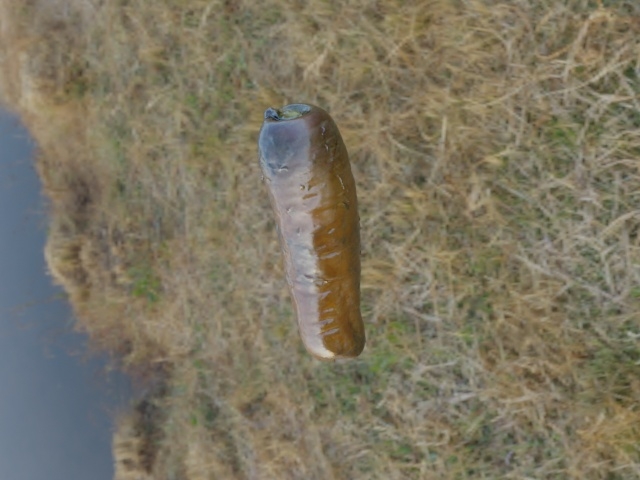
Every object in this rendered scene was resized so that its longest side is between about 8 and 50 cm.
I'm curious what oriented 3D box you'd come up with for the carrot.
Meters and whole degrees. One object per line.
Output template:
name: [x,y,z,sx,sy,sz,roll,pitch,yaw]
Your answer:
carrot: [0.000,0.000,0.611,0.060,0.060,0.186,22,131,49]
